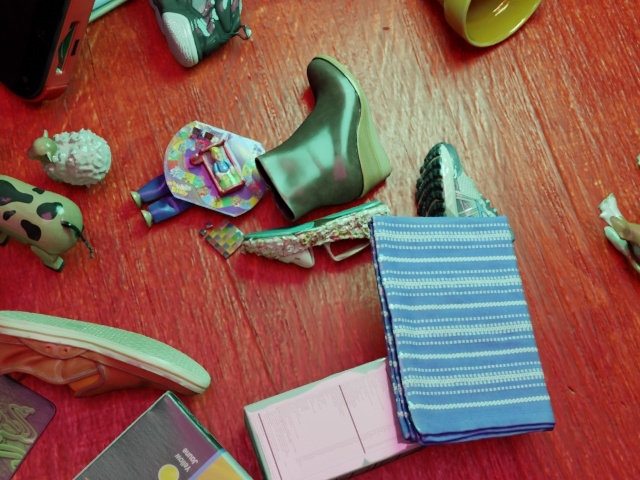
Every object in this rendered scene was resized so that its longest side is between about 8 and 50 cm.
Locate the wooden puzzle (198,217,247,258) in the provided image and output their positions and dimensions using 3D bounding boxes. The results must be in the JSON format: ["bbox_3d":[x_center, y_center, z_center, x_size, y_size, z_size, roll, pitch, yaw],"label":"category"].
[{"bbox_3d":[-0.151,-0.003,1.517,0.083,0.006,0.049,42,73,11],"label":"wooden puzzle"}]

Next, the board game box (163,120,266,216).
[{"bbox_3d":[-0.161,-0.117,1.501,0.168,0.033,0.133,18,73,-9],"label":"board game box"}]

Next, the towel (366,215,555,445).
[{"bbox_3d":[0.202,0.117,1.359,0.243,0.040,0.336,-1,68,-23],"label":"towel"}]

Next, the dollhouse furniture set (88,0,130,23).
[{"bbox_3d":[-0.416,-0.514,1.584,0.286,0.198,0.303,-34,76,-14],"label":"dollhouse furniture set"}]

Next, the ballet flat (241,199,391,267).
[{"bbox_3d":[0.000,0.000,1.491,0.241,0.091,0.077,-14,96,-5],"label":"ballet flat"}]

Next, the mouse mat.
[{"bbox_3d":[-0.505,0.261,1.398,0.189,0.007,0.153,29,71,6],"label":"mouse mat"}]

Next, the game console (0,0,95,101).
[{"bbox_3d":[-0.492,-0.441,1.484,0.342,0.386,0.060,40,36,13],"label":"game console"}]

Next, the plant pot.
[{"bbox_3d":[0.261,-0.468,1.626,0.205,0.205,0.188,-34,60,-14],"label":"plant pot"}]

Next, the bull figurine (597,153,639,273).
[{"bbox_3d":[0.586,-0.074,1.545,0.188,0.101,0.310,37,70,13],"label":"bull figurine"}]

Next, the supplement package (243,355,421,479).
[{"bbox_3d":[0.026,0.270,1.361,0.244,0.134,0.139,-18,73,-10],"label":"supplement package"}]

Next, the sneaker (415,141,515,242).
[{"bbox_3d":[0.236,-0.021,1.513,0.122,0.110,0.283,-7,77,-20],"label":"sneaker"}]

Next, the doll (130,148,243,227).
[{"bbox_3d":[-0.209,-0.097,1.527,0.189,0.046,0.129,-27,75,-12],"label":"doll"}]

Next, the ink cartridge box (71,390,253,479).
[{"bbox_3d":[-0.209,0.410,1.241,0.307,0.072,0.303,-44,83,-9],"label":"ink cartridge box"}]

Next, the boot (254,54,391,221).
[{"bbox_3d":[-0.015,-0.169,1.526,0.207,0.090,0.248,-23,81,-27],"label":"boot"}]

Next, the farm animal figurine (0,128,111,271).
[{"bbox_3d":[-0.501,-0.039,1.418,0.326,0.172,0.330,8,70,-1],"label":"farm animal figurine"}]

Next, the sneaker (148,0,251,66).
[{"bbox_3d":[-0.216,-0.433,1.624,0.153,0.101,0.269,-21,79,-12],"label":"sneaker"}]

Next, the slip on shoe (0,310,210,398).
[{"bbox_3d":[-0.324,0.182,1.392,0.331,0.123,0.101,12,93,0],"label":"slip on shoe"}]
